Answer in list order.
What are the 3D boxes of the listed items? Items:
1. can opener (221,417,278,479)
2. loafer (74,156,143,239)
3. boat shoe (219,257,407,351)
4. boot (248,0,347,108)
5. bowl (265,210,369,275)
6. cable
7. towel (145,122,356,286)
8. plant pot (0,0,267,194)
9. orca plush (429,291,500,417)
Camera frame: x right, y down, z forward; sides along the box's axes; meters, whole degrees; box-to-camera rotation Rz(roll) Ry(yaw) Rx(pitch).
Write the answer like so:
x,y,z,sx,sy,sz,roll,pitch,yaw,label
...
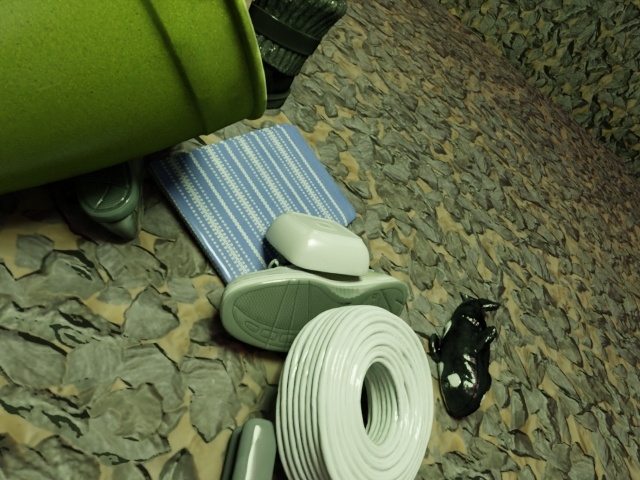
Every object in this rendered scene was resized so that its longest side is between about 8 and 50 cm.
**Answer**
x,y,z,sx,sy,sz,roll,pitch,yaw,label
-0.104,0.320,0.424,0.093,0.074,0.280,29,46,-17,can opener
-0.297,-0.121,0.608,0.096,0.084,0.268,-12,60,-8,loafer
-0.008,0.086,0.653,0.320,0.118,0.103,-2,22,-35,boat shoe
-0.132,-0.362,0.758,0.348,0.260,0.131,-26,78,-45,boot
0.000,0.000,0.657,0.142,0.053,0.142,12,15,-31,bowl
0.056,0.215,0.564,0.257,0.089,0.257,39,51,-37,cable
-0.096,-0.078,0.752,0.336,0.040,0.243,-31,84,-44,towel
-0.302,-0.213,0.434,0.353,0.366,0.367,-32,80,-11,plant pot
0.307,0.193,0.808,0.151,0.102,0.287,50,44,3,orca plush
